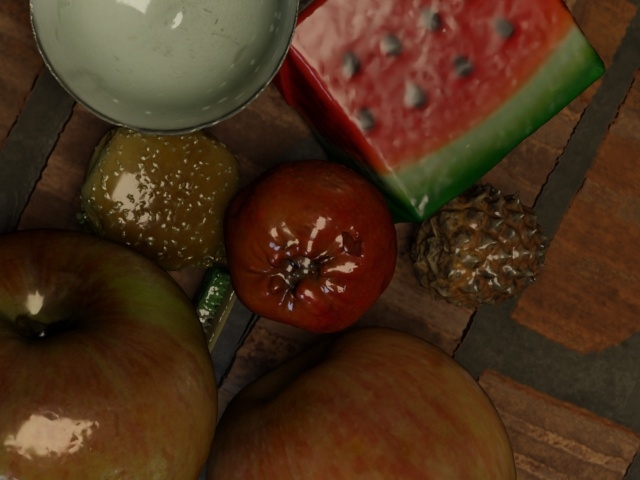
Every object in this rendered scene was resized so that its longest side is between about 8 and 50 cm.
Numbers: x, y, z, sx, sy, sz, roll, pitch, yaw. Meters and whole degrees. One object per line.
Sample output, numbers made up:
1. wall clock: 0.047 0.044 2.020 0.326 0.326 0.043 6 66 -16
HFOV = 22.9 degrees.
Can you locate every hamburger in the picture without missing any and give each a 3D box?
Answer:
1. hamburger: -0.185 -0.052 1.920 0.215 0.122 0.189 25 92 -24

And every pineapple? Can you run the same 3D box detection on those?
1. pineapple: 0.217 0.008 2.036 0.193 0.166 0.166 1 104 -33

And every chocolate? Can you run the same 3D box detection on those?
1. chocolate: 0.131 -0.237 1.939 0.360 0.161 0.341 -39 111 -3

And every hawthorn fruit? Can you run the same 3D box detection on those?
1. hawthorn fruit: 0.000 0.000 1.920 0.211 0.299 0.211 2 98 18

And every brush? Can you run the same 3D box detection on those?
1. brush: -0.170 0.156 2.012 0.048 0.054 0.282 22 97 -10

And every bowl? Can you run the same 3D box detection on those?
1. bowl: -0.170 -0.280 1.837 0.313 0.146 0.313 1 96 8

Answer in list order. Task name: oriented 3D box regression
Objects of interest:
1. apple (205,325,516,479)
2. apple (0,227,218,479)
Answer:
1. apple: 0.044 0.300 1.944 0.391 0.391 0.346 -33 90 -6
2. apple: -0.312 0.184 1.806 0.400 0.400 0.333 -7 136 -14
